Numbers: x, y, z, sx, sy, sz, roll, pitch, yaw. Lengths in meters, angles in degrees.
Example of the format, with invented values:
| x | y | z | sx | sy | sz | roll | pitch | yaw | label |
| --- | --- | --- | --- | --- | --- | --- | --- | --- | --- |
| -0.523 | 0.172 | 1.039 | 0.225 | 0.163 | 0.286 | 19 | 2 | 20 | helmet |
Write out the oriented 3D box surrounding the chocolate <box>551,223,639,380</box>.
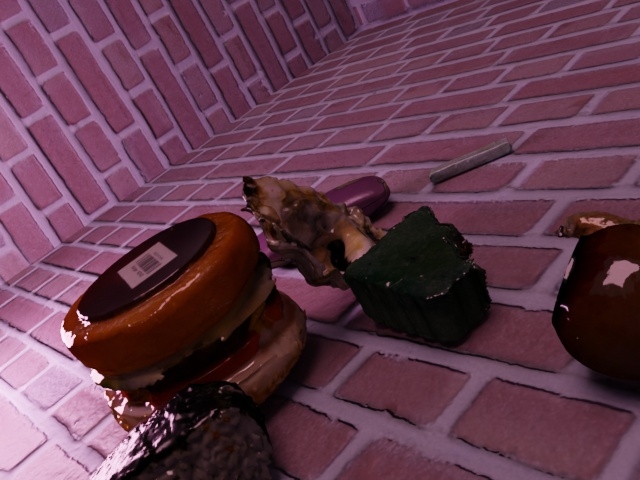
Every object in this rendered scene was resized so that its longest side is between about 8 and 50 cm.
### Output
| x | y | z | sx | sy | sz | roll | pitch | yaw | label |
| --- | --- | --- | --- | --- | --- | --- | --- | --- | --- |
| 0.327 | 0.066 | 0.694 | 0.176 | 0.177 | 0.177 | -24 | 23 | 11 | chocolate |

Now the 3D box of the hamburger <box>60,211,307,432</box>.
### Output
| x | y | z | sx | sy | sz | roll | pitch | yaw | label |
| --- | --- | --- | --- | --- | --- | --- | --- | --- | --- |
| -0.195 | 0.130 | 1.028 | 0.329 | 0.250 | 0.330 | -27 | 22 | 12 | hamburger |

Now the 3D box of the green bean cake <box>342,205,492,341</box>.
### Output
| x | y | z | sx | sy | sz | roll | pitch | yaw | label |
| --- | --- | --- | --- | --- | --- | --- | --- | --- | --- |
| 0.164 | 0.044 | 0.975 | 0.193 | 0.107 | 0.208 | -38 | 25 | -25 | green bean cake |

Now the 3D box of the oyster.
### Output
| x | y | z | sx | sy | sz | roll | pitch | yaw | label |
| --- | --- | --- | --- | --- | --- | --- | --- | --- | --- |
| 0.000 | 0.004 | 1.092 | 0.107 | 0.354 | 0.201 | -53 | 51 | 24 | oyster |

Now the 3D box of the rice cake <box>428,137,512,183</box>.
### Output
| x | y | z | sx | sy | sz | roll | pitch | yaw | label |
| --- | --- | --- | --- | --- | --- | --- | --- | --- | --- |
| 0.292 | -0.156 | 1.351 | 0.170 | 0.029 | 0.033 | -23 | 20 | 16 | rice cake |

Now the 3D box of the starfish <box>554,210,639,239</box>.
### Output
| x | y | z | sx | sy | sz | roll | pitch | yaw | label |
| --- | --- | --- | --- | --- | --- | --- | --- | --- | --- |
| 0.514 | -0.061 | 0.727 | 0.324 | 0.082 | 0.432 | -48 | 32 | -14 | starfish |

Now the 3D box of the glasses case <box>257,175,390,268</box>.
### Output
| x | y | z | sx | sy | sz | roll | pitch | yaw | label |
| --- | --- | --- | --- | --- | --- | --- | --- | --- | --- |
| -0.005 | -0.037 | 1.385 | 0.316 | 0.076 | 0.123 | -30 | 22 | -2 | glasses case |

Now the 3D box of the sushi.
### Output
| x | y | z | sx | sy | sz | roll | pitch | yaw | label |
| --- | --- | --- | --- | --- | --- | --- | --- | --- | --- |
| -0.171 | 0.273 | 0.843 | 0.225 | 0.136 | 0.126 | -32 | 18 | -1 | sushi |
